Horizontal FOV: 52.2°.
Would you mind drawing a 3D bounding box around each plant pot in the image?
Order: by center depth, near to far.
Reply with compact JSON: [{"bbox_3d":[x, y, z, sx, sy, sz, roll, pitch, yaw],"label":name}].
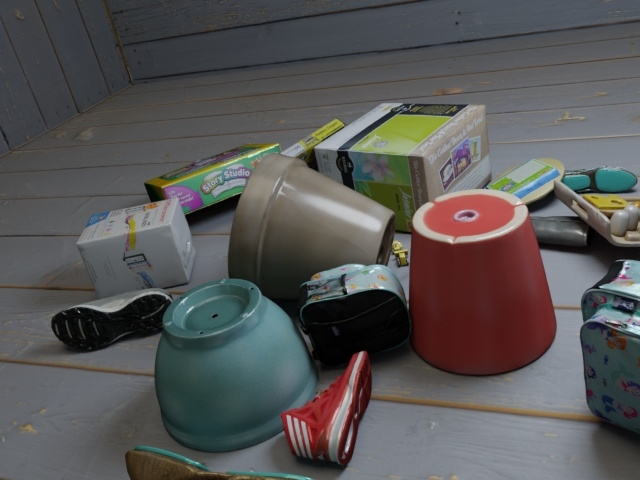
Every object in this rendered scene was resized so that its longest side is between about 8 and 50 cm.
[{"bbox_3d":[-0.167,0.192,1.151,0.293,0.196,0.293,-11,28,6],"label":"plant pot"},{"bbox_3d":[0.274,0.057,1.161,0.275,0.243,0.275,-11,27,6],"label":"plant pot"},{"bbox_3d":[0.000,0.000,1.373,0.280,0.323,0.323,14,34,13],"label":"plant pot"}]

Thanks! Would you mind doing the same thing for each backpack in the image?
[{"bbox_3d":[0.491,0.160,0.892,0.253,0.225,0.191,11,37,42],"label":"backpack"},{"bbox_3d":[0.069,0.128,1.195,0.188,0.166,0.144,-13,29,13],"label":"backpack"}]

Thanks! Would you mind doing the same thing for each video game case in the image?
[{"bbox_3d":[-0.057,-0.174,1.741,0.035,0.275,0.248,40,49,13],"label":"video game case"}]

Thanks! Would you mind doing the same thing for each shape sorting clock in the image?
[{"bbox_3d":[0.501,-0.139,1.617,0.206,0.040,0.206,-28,20,11],"label":"shape sorting clock"}]

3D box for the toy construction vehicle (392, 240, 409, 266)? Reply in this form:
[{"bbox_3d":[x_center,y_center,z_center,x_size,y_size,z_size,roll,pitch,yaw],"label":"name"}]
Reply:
[{"bbox_3d":[0.156,0.025,1.495,0.086,0.035,0.098,-9,28,7],"label":"toy construction vehicle"}]

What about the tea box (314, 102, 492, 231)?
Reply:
[{"bbox_3d":[0.222,-0.198,1.687,0.323,0.220,0.329,10,36,39],"label":"tea box"}]

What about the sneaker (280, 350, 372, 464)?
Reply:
[{"bbox_3d":[0.005,0.261,1.068,0.128,0.087,0.221,-1,29,19],"label":"sneaker"}]

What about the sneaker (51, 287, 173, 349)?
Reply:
[{"bbox_3d":[-0.456,0.168,1.449,0.271,0.100,0.108,-12,13,-4],"label":"sneaker"}]

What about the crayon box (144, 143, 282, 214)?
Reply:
[{"bbox_3d":[-0.319,-0.186,1.961,0.363,0.106,0.313,-24,17,-19],"label":"crayon box"}]

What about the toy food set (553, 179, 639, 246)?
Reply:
[{"bbox_3d":[0.666,-0.077,1.343,0.306,0.092,0.220,0,26,-10],"label":"toy food set"}]

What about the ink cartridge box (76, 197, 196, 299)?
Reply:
[{"bbox_3d":[-0.449,0.018,1.629,0.233,0.168,0.171,-12,27,1],"label":"ink cartridge box"}]

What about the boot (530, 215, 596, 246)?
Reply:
[{"bbox_3d":[0.466,-0.009,1.402,0.208,0.076,0.189,16,41,33],"label":"boot"}]

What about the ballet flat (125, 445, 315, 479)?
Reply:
[{"bbox_3d":[-0.157,0.378,0.921,0.342,0.116,0.124,4,51,22],"label":"ballet flat"}]

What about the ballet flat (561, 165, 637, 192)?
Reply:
[{"bbox_3d":[0.661,-0.151,1.577,0.188,0.070,0.070,1,31,22],"label":"ballet flat"}]
